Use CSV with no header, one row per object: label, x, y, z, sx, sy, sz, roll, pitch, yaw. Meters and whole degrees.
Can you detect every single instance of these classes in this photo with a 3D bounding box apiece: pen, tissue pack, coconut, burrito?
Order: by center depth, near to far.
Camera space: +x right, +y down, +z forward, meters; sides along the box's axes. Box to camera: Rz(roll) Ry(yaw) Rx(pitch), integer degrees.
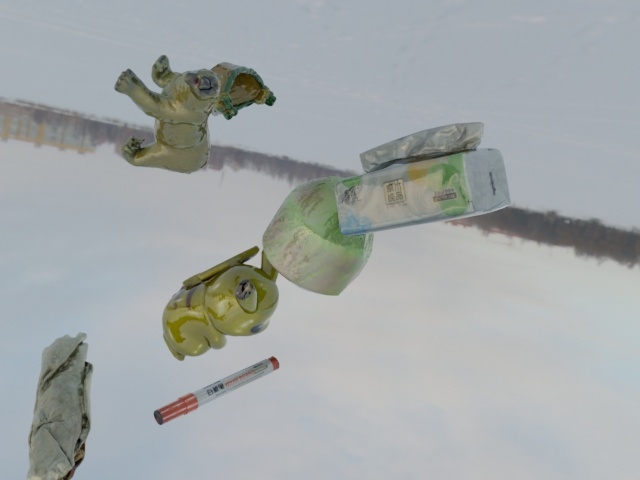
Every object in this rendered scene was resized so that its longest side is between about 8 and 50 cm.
tissue pack,0.154,-0.098,0.997,0.229,0.145,0.159,-10,-178,37
pen,-0.156,0.232,0.998,0.028,0.028,0.239,17,-158,38
coconut,0.000,0.000,1.201,0.204,0.236,0.235,4,-170,-36
burrito,-0.496,0.320,1.224,0.117,0.076,0.392,-23,-143,-2

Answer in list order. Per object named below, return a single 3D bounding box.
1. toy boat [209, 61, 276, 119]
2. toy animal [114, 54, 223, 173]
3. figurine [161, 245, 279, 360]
toy boat,-0.138,-0.244,1.053,0.088,0.089,0.229,35,-158,0
toy animal,-0.163,-0.143,0.733,0.101,0.103,0.219,29,149,2
figurine,-0.199,0.128,1.356,0.326,0.169,0.218,-21,-158,31
